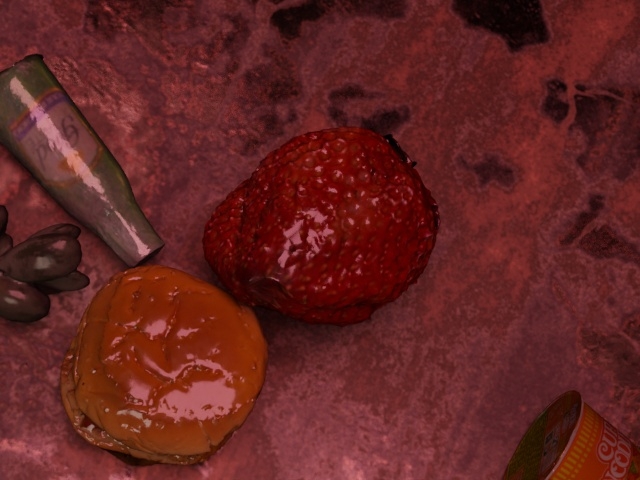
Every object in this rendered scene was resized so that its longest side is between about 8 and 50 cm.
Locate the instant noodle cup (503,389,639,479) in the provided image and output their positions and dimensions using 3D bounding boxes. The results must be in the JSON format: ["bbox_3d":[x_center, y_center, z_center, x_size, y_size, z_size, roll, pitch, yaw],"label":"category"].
[{"bbox_3d":[0.340,0.300,1.853,0.185,0.168,0.168,34,70,-6],"label":"instant noodle cup"}]

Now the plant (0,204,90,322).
[{"bbox_3d":[-0.414,0.039,1.806,0.274,0.146,0.149,-9,94,-14],"label":"plant"}]

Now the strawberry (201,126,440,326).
[{"bbox_3d":[0.000,0.000,1.818,0.238,0.250,0.288,44,30,0],"label":"strawberry"}]

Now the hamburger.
[{"bbox_3d":[-0.185,0.147,1.796,0.244,0.163,0.244,2,73,-8],"label":"hamburger"}]

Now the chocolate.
[{"bbox_3d":[-0.302,-0.090,1.889,0.110,0.110,0.291,-38,84,-19],"label":"chocolate"}]
